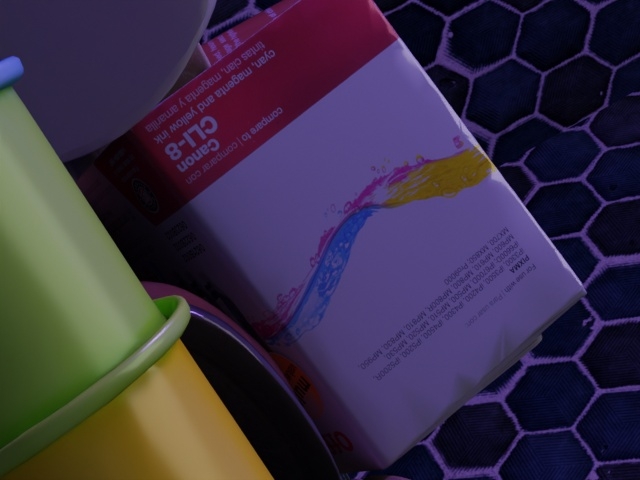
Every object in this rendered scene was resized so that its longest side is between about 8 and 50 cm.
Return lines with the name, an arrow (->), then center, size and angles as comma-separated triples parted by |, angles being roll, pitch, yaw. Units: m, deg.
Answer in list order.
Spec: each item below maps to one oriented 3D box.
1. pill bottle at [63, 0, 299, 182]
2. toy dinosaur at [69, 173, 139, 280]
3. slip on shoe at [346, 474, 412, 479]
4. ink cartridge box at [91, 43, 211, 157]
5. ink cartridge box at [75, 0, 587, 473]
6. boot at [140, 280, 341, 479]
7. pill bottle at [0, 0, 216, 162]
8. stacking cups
pill bottle -> -0.059, -0.055, 0.948 | 0.121, 0.216, 0.121 | 62, -1, 3
toy dinosaur -> -0.153, -0.038, 0.850 | 0.183, 0.053, 0.092 | 52, -13, -4
slip on shoe -> 0.011, 0.122, 0.666 | 0.051, 0.041, 0.135 | 68, -21, 13
ink cartridge box -> -0.178, -0.179, 0.876 | 0.193, 0.088, 0.235 | 31, -26, 57
ink cartridge box -> 0.000, 0.000, 0.705 | 0.176, 0.127, 0.128 | 52, -21, -4
boot -> -0.070, 0.039, 0.606 | 0.280, 0.096, 0.264 | 59, -2, 43
pill bottle -> -0.122, -0.124, 0.616 | 0.160, 0.160, 0.283 | 61, -1, -19
stacking cups -> -0.119, -0.036, 0.325 | 0.316, 0.096, 0.096 | 56, 0, -9
